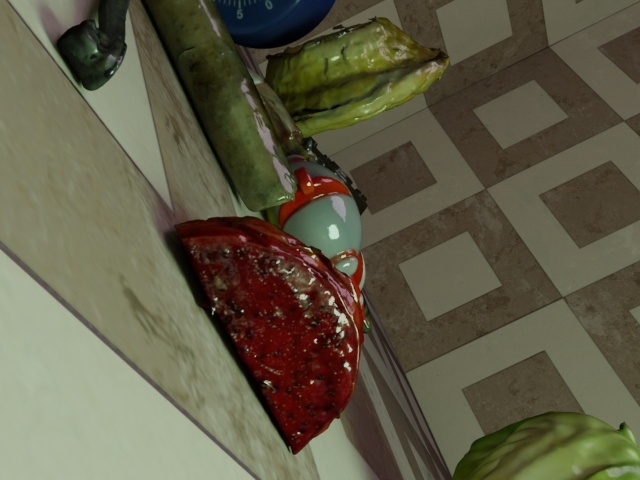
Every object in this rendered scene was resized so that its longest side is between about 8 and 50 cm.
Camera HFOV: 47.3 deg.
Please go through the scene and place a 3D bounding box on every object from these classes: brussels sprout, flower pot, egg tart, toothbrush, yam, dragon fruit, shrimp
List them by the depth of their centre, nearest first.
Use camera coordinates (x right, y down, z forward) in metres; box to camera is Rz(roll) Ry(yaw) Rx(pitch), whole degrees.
[{"bbox_3d":[-0.022,0.034,0.458,0.162,0.083,0.106,60,2,-20],"label":"dragon fruit"},{"bbox_3d":[-0.140,-0.159,0.494,0.031,0.030,0.297,51,10,-28],"label":"toothbrush"},{"bbox_3d":[0.219,0.293,0.700,0.294,0.259,0.227,24,18,-48],"label":"brussels sprout"},{"bbox_3d":[-0.111,-0.174,0.739,0.067,0.071,0.318,-33,-98,57],"label":"yam"},{"bbox_3d":[-0.077,-0.147,1.028,0.254,0.059,0.145,52,-21,26],"label":"shrimp"},{"bbox_3d":[0.031,-0.271,1.177,0.345,0.345,0.133,-105,175,-73],"label":"egg tart"},{"bbox_3d":[0.002,-0.097,1.247,0.179,0.084,0.251,49,3,19],"label":"flower pot"}]

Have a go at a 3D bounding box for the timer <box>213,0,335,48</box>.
[{"bbox_3d":[-0.131,-0.408,1.001,0.271,0.270,0.383,64,18,-5],"label":"timer"}]

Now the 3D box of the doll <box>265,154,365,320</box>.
[{"bbox_3d":[0.000,0.000,0.925,0.336,0.105,0.200,76,-9,-67],"label":"doll"}]

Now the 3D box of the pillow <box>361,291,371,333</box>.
[{"bbox_3d":[0.021,0.039,1.254,0.212,0.052,0.208,58,5,-14],"label":"pillow"}]
